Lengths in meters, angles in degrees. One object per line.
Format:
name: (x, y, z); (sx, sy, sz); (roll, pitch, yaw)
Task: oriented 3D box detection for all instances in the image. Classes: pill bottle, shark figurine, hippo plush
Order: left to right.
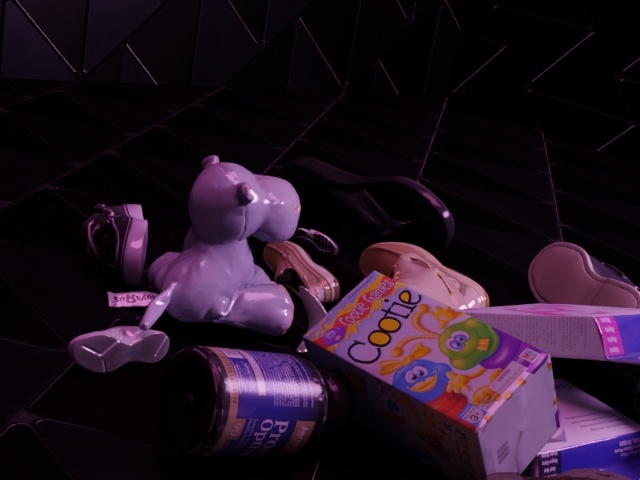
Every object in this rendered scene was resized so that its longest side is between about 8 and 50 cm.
hippo plush: (-0.159, -0.006, 1.570); (0.294, 0.237, 0.234); (8, 11, -37)
pill bottle: (-0.070, 0.190, 1.230); (0.219, 0.123, 0.122); (11, 13, -42)
shark figurine: (0.101, 0.141, 1.524); (0.166, 0.116, 0.278); (-5, 25, -43)

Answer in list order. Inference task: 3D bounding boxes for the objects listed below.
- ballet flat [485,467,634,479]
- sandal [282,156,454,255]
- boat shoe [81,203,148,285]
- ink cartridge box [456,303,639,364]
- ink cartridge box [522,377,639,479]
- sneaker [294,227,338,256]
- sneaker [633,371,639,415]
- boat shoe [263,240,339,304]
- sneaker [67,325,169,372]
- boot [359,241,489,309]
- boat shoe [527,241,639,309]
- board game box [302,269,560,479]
ballet flat: (0.287, 0.306, 1.221); (0.249, 0.058, 0.084); (6, 15, -27)
sandal: (0.073, -0.049, 2.085); (0.445, 0.168, 0.107); (17, 43, 43)
boat shoe: (-0.341, -0.003, 1.740); (0.102, 0.108, 0.301); (5, 16, -14)
ink cartridge box: (0.398, 0.132, 1.555); (0.330, 0.072, 0.324); (-1, -2, 37)
ink cartridge box: (0.319, 0.257, 1.387); (0.223, 0.045, 0.224); (-3, 22, -36)
sneaker: (0.000, 0.000, 2.020); (0.043, 0.040, 0.109); (-4, 23, -43)
sneaker: (0.481, 0.236, 1.399); (0.135, 0.098, 0.276); (41, 16, -5)
boat shoe: (-0.050, 0.053, 1.796); (0.072, 0.068, 0.190); (-17, 30, -33)
sneaker: (-0.279, 0.142, 1.421); (0.061, 0.054, 0.152); (19, 11, 41)
boot: (0.120, 0.082, 1.752); (0.262, 0.095, 0.203); (29, 27, 37)
boat shoe: (0.487, 0.102, 1.863); (0.113, 0.127, 0.340); (34, -1, -25)
board game box: (0.135, 0.173, 1.304); (0.275, 0.144, 0.142); (25, 55, 39)
